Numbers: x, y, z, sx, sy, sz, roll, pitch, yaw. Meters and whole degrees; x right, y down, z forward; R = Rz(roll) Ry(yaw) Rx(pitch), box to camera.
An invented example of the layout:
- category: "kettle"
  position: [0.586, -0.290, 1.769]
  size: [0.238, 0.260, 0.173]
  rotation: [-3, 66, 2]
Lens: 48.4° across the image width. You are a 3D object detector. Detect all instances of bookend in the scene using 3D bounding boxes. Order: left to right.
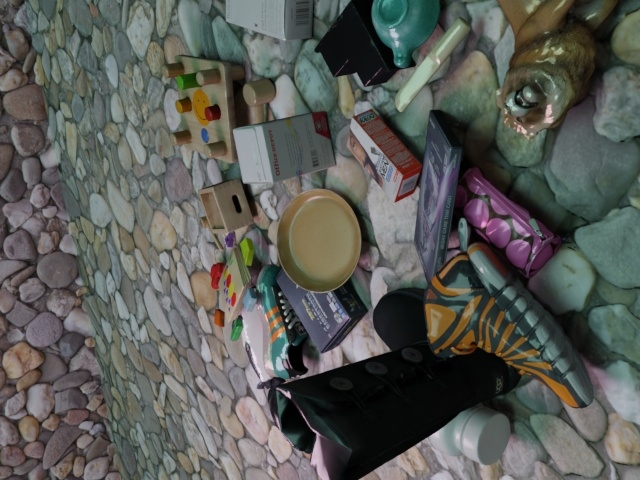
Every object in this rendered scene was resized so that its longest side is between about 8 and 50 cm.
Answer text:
- category: "bookend"
  position: [0.082, -0.355, 1.374]
  size: [0.156, 0.072, 0.157]
  rotation: [-41, 73, 54]

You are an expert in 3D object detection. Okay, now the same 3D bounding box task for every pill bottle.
- category: "pill bottle"
  position: [0.253, 0.352, 1.415]
  size: [0.229, 0.131, 0.131]
  rotation: [15, 117, 49]

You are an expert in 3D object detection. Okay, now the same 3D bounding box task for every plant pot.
- category: "plant pot"
  position: [0.000, 0.000, 1.623]
  size: [0.236, 0.032, 0.236]
  rotation: [2, 94, 35]

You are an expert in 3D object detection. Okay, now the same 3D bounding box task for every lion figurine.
- category: "lion figurine"
  position: [0.304, -0.365, 1.045]
  size: [0.240, 0.142, 0.392]
  rotation: [131, 129, -59]

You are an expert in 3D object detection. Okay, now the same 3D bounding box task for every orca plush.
- category: "orca plush"
  position: [-0.149, 0.260, 1.984]
  size: [0.151, 0.102, 0.287]
  rotation: [-19, 96, 10]

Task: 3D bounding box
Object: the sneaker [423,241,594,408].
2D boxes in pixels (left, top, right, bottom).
- category: "sneaker"
  position: [0.301, 0.173, 1.204]
  size: [0.180, 0.124, 0.321]
  rotation: [-42, 77, 22]

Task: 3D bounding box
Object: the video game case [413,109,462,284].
- category: "video game case"
  position: [0.207, -0.073, 1.281]
  size: [0.196, 0.026, 0.274]
  rotation: [-94, 7, -62]

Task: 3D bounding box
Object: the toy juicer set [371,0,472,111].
- category: "toy juicer set"
  position: [0.173, -0.414, 1.230]
  size: [0.209, 0.089, 0.329]
  rotation: [-26, 81, 37]

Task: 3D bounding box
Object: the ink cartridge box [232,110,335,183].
- category: "ink cartridge box"
  position: [-0.081, -0.204, 1.572]
  size: [0.127, 0.176, 0.128]
  rotation: [5, 109, 52]

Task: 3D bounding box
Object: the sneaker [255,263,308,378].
- category: "sneaker"
  position: [-0.087, 0.210, 1.848]
  size: [0.121, 0.108, 0.302]
  rotation: [-1, 99, 33]

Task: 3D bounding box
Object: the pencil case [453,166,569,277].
- category: "pencil case"
  position: [0.307, -0.038, 1.201]
  size: [0.209, 0.095, 0.098]
  rotation: [45, 172, 30]

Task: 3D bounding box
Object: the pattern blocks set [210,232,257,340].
- category: "pattern blocks set"
  position: [-0.236, 0.117, 1.951]
  size: [0.285, 0.026, 0.325]
  rotation: [-60, 32, 36]

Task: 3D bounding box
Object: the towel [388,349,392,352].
- category: "towel"
  position: [0.176, 0.314, 1.558]
  size: [0.110, 0.027, 0.148]
  rotation: [-121, 23, -71]

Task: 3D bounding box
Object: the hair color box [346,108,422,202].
- category: "hair color box"
  position: [0.123, -0.167, 1.405]
  size: [0.167, 0.053, 0.093]
  rotation: [54, 157, 25]

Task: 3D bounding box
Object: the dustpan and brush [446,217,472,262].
- category: "dustpan and brush"
  position: [0.266, 0.037, 1.282]
  size: [0.147, 0.060, 0.211]
  rotation: [35, 142, 40]

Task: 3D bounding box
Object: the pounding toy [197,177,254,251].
- category: "pounding toy"
  position: [-0.261, -0.068, 1.959]
  size: [0.206, 0.094, 0.181]
  rotation: [0, 110, 63]

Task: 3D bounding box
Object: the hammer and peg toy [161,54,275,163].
- category: "hammer and peg toy"
  position: [-0.265, -0.323, 1.808]
  size: [0.361, 0.127, 0.266]
  rotation: [24, 124, 46]

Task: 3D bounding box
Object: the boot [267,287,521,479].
- category: "boot"
  position: [0.092, 0.242, 1.308]
  size: [0.367, 0.445, 0.146]
  rotation: [21, 121, 48]

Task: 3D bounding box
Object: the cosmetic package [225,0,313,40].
- category: "cosmetic package"
  position: [-0.116, -0.518, 1.558]
  size: [0.231, 0.085, 0.117]
  rotation: [29, 127, 42]

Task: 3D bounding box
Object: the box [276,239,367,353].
- category: "box"
  position: [-0.003, 0.131, 1.721]
  size: [0.233, 0.059, 0.183]
  rotation: [58, 143, 20]
